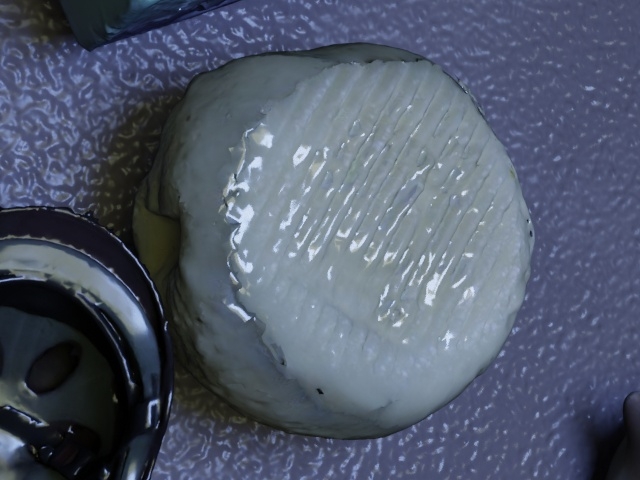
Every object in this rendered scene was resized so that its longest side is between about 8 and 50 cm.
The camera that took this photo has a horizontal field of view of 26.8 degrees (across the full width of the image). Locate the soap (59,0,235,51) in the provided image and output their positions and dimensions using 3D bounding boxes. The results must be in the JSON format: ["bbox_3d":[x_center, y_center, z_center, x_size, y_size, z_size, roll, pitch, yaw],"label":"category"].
[{"bbox_3d":[-0.015,-0.306,1.113,0.446,0.261,0.156,-25,97,-23],"label":"soap"}]

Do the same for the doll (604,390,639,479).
[{"bbox_3d":[0.452,0.252,1.308,0.370,0.226,0.215,-3,133,-27],"label":"doll"}]

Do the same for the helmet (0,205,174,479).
[{"bbox_3d":[-0.239,0.136,1.039,0.224,0.177,0.305,18,69,-11],"label":"helmet"}]

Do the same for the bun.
[{"bbox_3d":[0.000,0.000,1.136,0.359,0.211,0.360,0,90,-34],"label":"bun"}]
